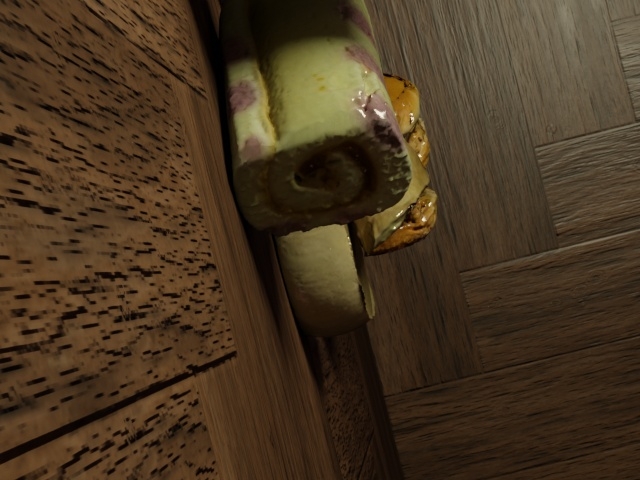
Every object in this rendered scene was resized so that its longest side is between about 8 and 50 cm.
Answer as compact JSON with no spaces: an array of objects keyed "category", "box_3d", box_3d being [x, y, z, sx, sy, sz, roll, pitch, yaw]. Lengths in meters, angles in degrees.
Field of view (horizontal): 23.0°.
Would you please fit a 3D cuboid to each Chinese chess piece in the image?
[{"category":"Chinese chess piece","box_3d":[0.000,0.000,2.034,0.250,0.103,0.250,-13,90,-86]}]

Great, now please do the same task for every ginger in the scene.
[{"category":"ginger","box_3d":[0.071,-0.069,1.986,0.123,0.115,0.193,54,21,-18]}]

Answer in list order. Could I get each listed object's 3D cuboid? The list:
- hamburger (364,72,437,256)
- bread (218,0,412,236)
[{"category":"hamburger","box_3d":[0.054,-0.112,2.272,0.260,0.245,0.211,-46,129,-38]},{"category":"bread","box_3d":[-0.015,-0.157,1.751,0.338,0.187,0.155,-102,174,-51]}]
